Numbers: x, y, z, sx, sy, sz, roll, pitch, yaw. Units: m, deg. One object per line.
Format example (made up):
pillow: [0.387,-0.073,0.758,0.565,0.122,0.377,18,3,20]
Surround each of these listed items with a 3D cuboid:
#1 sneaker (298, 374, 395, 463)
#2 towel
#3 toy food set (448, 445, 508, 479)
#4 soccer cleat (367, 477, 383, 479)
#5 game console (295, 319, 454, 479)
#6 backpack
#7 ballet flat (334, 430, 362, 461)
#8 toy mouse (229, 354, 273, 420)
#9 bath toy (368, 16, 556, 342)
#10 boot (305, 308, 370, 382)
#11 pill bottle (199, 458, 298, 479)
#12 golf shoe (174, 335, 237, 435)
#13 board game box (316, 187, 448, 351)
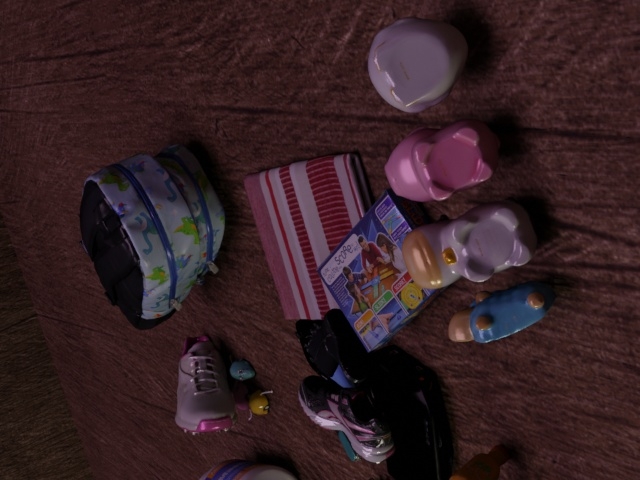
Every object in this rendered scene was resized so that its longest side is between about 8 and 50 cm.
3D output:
sneaker: [0.042,0.233,1.619,0.178,0.072,0.077,30,132,35]
towel: [0.000,0.000,1.640,0.329,0.037,0.237,-6,103,62]
toy food set: [0.265,0.354,1.374,0.232,0.104,0.111,30,125,26]
soccer cleat: [0.110,0.411,1.726,0.179,0.060,0.072,9,119,58]
game console: [0.072,0.229,1.670,0.361,0.044,0.213,31,137,52]
backpack: [-0.304,-0.022,2.000,0.355,0.273,0.290,84,161,-78]
ballet flat: [0.036,0.273,1.685,0.114,0.041,0.041,55,152,25]
toy mouse: [-0.147,0.273,2.140,0.143,0.031,0.161,53,151,27]
bath toy: [0.138,-0.069,1.225,0.129,0.151,0.348,-45,-63,-71]
boot: [0.023,0.164,1.618,0.121,0.045,0.099,65,151,24]
pill bottle: [-0.146,0.496,2.178,0.272,0.152,0.152,-13,98,64]
golf shoe: [-0.225,0.270,2.147,0.306,0.115,0.140,-143,49,-73]
board game box: [0.082,0.039,1.454,0.136,0.035,0.201,58,141,14]
